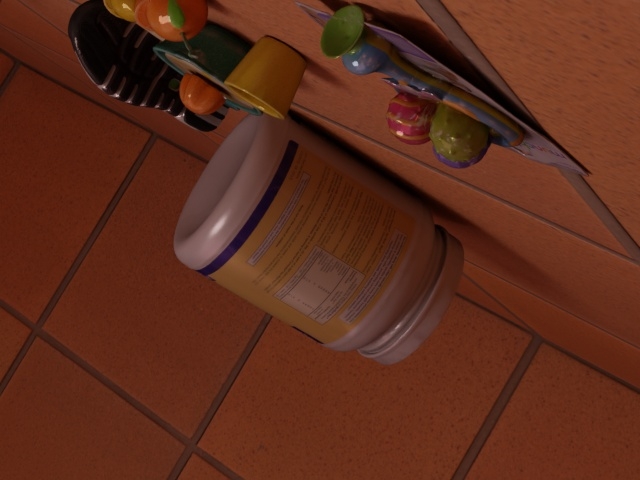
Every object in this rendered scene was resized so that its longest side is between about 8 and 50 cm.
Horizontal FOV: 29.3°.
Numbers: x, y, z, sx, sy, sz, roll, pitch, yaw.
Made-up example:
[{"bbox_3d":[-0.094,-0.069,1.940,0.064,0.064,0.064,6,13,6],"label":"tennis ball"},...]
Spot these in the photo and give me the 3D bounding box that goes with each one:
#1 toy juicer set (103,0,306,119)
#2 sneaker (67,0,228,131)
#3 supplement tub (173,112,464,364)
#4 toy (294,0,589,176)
[{"bbox_3d":[-0.146,-0.195,1.294,0.209,0.089,0.329,31,177,-15],"label":"toy juicer set"},{"bbox_3d":[-0.248,-0.233,1.562,0.163,0.106,0.281,32,179,38],"label":"sneaker"},{"bbox_3d":[0.000,0.000,1.633,0.331,0.241,0.241,32,177,-17],"label":"supplement tub"},{"bbox_3d":[0.086,-0.098,0.946,0.237,0.056,0.137,33,177,-40],"label":"toy"}]
